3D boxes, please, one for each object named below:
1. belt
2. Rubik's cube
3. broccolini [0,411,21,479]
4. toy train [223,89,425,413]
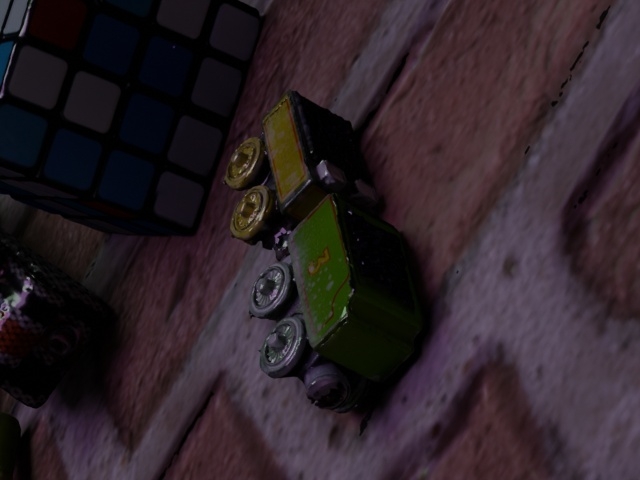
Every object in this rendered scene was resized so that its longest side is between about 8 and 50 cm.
[{"bbox_3d":[-0.284,-0.008,1.320,0.359,0.126,0.094,36,89,41],"label":"belt"},{"bbox_3d":[-0.152,-0.098,1.230,0.155,0.151,0.154,5,74,61],"label":"Rubik's cube"},{"bbox_3d":[-0.249,0.241,1.161,0.079,0.074,0.392,-57,16,31],"label":"broccolini"},{"bbox_3d":[0.000,0.000,0.988,0.081,0.060,0.202,-46,34,25],"label":"toy train"}]
